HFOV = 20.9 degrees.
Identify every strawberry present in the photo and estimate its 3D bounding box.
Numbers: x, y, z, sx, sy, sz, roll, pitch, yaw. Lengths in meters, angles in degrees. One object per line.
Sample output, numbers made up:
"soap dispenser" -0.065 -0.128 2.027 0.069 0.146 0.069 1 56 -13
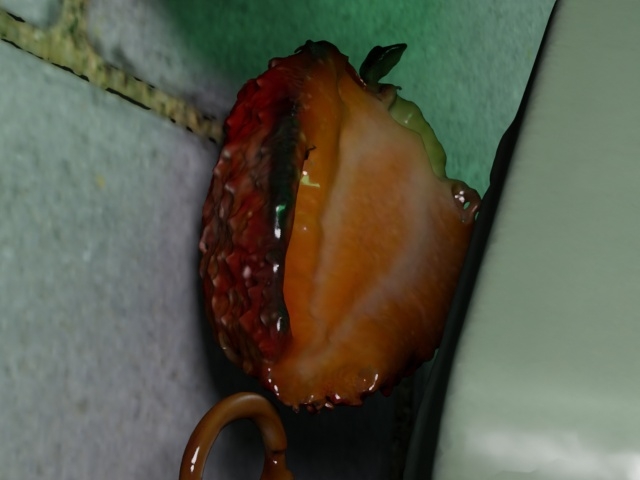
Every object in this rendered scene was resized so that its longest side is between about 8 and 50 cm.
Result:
"strawberry" 0.002 -0.002 0.746 0.140 0.085 0.192 20 57 -43

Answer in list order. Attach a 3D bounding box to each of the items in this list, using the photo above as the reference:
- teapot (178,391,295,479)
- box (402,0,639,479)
"teapot" -0.011 0.139 0.677 0.116 0.116 0.173 -38 115 -52
"box" 0.092 0.120 0.700 0.373 0.090 0.367 -67 162 -58
